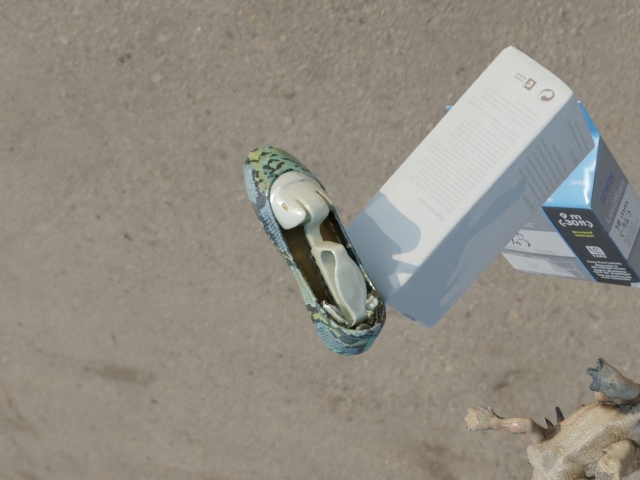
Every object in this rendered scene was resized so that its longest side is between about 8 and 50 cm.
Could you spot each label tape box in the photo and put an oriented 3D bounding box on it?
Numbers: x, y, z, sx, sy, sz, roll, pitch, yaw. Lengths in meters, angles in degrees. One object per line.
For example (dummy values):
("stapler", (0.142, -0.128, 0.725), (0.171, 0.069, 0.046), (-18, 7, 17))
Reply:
("label tape box", (0.344, -0.065, 1.321), (0.240, 0.106, 0.333), (6, 152, 47))

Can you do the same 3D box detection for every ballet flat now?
("ballet flat", (0.000, 0.000, 0.684), (0.070, 0.070, 0.189), (-34, 83, 48))

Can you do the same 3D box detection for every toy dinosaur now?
("toy dinosaur", (0.293, 0.205, 0.886), (0.200, 0.127, 0.295), (11, 143, -42))

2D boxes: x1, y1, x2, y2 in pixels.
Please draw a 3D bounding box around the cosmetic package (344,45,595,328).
("cosmetic package", (0.128, -0.040, 0.757), (0.085, 0.231, 0.117), (46, -175, 31))
